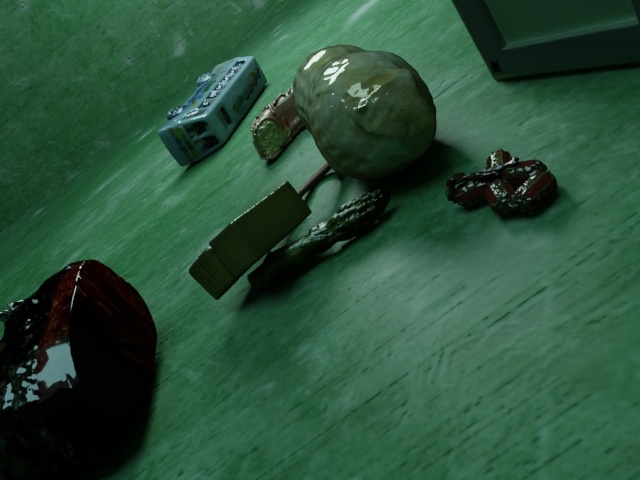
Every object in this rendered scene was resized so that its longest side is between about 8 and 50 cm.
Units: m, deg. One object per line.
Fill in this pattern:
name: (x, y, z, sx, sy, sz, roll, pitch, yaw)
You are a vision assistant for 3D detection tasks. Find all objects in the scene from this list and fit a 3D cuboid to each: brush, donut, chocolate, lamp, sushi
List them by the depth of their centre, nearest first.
lamp: (0.143, -0.043, 0.429, 0.063, 0.031, 0.083, -42, 30, -4)
sushi: (-0.250, 0.127, 0.549, 0.126, 0.136, 0.225, -37, 33, 10)
brush: (-0.040, -0.033, 0.613, 0.103, 0.047, 0.233, -39, 5, 44)
chocolate: (0.039, -0.151, 0.626, 0.134, 0.134, 0.309, -37, 25, 3)
donut: (-0.046, -0.206, 0.892, 0.166, 0.065, 0.117, -35, 27, 4)

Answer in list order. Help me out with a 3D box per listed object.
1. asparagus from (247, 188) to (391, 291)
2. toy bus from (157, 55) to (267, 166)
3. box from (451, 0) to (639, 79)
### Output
asparagus: (0.000, 0.000, 0.539, 0.165, 0.036, 0.030, -32, 46, 11)
toy bus: (-0.235, -0.305, 1.259, 0.135, 0.109, 0.330, -10, 38, 27)
box: (0.213, -0.269, 0.474, 0.117, 0.225, 0.225, -45, 26, -13)
